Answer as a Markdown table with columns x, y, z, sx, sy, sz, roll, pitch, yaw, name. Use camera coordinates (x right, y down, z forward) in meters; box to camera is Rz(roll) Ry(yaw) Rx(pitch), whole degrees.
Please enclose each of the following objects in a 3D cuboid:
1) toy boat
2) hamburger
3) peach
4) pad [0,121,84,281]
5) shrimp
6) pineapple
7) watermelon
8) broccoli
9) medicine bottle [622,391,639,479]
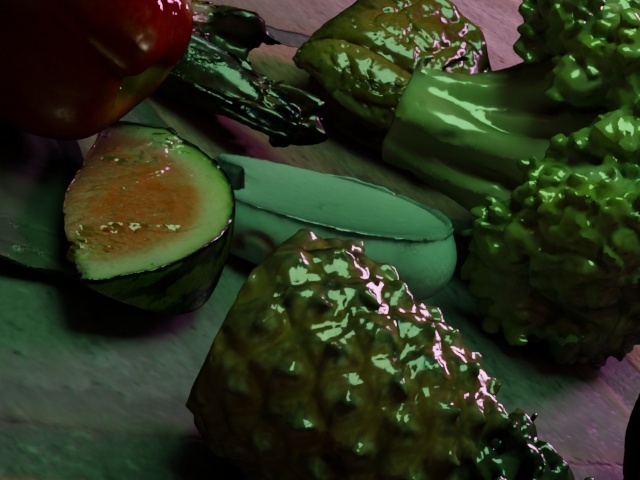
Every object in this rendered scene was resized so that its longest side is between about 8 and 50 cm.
| x | y | z | sx | sy | sz | roll | pitch | yaw | name |
| --- | --- | --- | --- | --- | --- | --- | --- | --- | --- |
| 0.000 | 0.000 | 1.393 | 0.208 | 0.078 | 0.134 | 14 | 18 | -9 | toy boat |
| 0.076 | -0.158 | 1.722 | 0.183 | 0.130 | 0.206 | 28 | 25 | 3 | hamburger |
| -0.203 | -0.182 | 1.286 | 0.226 | 0.190 | 0.196 | 45 | 28 | 5 | peach |
| -0.218 | -0.047 | 1.268 | 0.174 | 0.022 | 0.233 | 19 | 26 | -36 | pad |
| -0.086 | -0.159 | 1.617 | 0.290 | 0.054 | 0.222 | 32 | 22 | 24 | shrimp |
| 0.085 | 0.144 | 1.066 | 0.340 | 0.169 | 0.169 | 37 | 24 | 11 | pineapple |
| -0.117 | -0.014 | 1.254 | 0.119 | 0.063 | 0.245 | 17 | 28 | -12 | watermelon |
| 0.195 | -0.061 | 1.534 | 0.281 | 0.347 | 0.293 | 22 | -21 | 3 | broccoli |
| 0.418 | 0.186 | 1.273 | 0.395 | 0.242 | 0.242 | 34 | 21 | -13 | medicine bottle |
